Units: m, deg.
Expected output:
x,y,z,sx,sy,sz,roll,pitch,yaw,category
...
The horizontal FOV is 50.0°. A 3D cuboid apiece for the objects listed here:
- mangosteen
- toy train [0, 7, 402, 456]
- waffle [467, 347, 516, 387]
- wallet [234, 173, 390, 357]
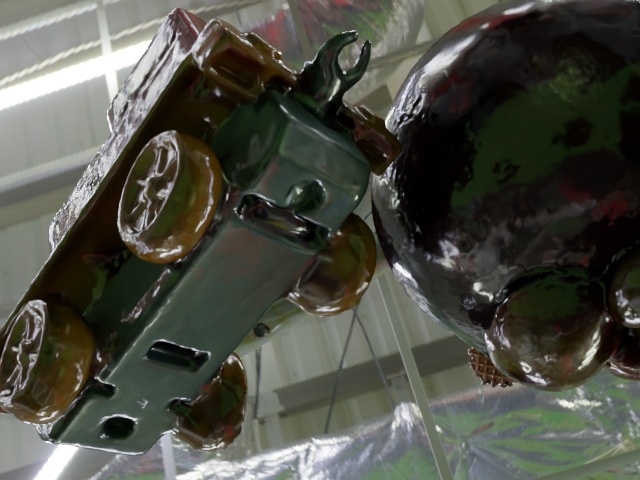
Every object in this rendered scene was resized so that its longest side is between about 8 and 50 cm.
x,y,z,sx,sy,sz,roll,pitch,yaw,category
0.202,-0.026,0.533,0.307,0.307,0.347,-28,-127,-2,mangosteen
-0.099,-0.011,0.496,0.369,0.163,0.231,-50,-140,19,toy train
0.237,0.155,0.918,0.075,0.029,0.083,-36,-105,21,waffle
0.000,0.000,0.841,0.310,0.077,0.223,-31,-147,7,wallet
